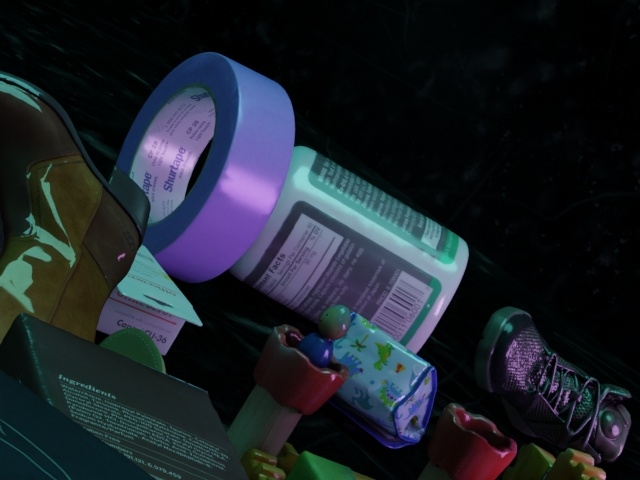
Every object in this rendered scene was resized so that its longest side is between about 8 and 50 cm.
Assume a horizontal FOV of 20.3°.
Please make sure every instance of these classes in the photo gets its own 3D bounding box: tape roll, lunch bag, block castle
[{"bbox_3d":[-0.150,-0.090,2.214,0.090,0.275,0.275,24,13,-33],"label":"tape roll"},{"bbox_3d":[0.065,0.175,2.123,0.129,0.096,0.151,36,-17,21],"label":"lunch bag"},{"bbox_3d":[0.111,0.255,1.580,0.303,0.213,0.453,26,12,-26],"label":"block castle"}]

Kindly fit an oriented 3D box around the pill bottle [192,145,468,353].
[{"bbox_3d":[0.000,0.000,2.411,0.361,0.204,0.204,31,11,-7],"label":"pill bottle"}]

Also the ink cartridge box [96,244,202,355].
[{"bbox_3d":[-0.218,0.055,1.944,0.115,0.067,0.198,24,12,-34],"label":"ink cartridge box"}]

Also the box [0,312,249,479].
[{"bbox_3d":[-0.164,0.187,1.252,0.167,0.168,0.203,25,13,-25],"label":"box"}]

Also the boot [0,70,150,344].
[{"bbox_3d":[-0.291,0.001,1.633,0.264,0.096,0.280,47,37,-27],"label":"boot"}]

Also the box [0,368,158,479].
[{"bbox_3d":[-0.274,0.185,0.604,0.472,0.297,0.480,34,11,21],"label":"box"}]

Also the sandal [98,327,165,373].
[{"bbox_3d":[-0.156,0.179,1.619,0.079,0.088,0.240,62,0,-35],"label":"sandal"}]

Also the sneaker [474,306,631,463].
[{"bbox_3d":[0.225,0.138,1.696,0.130,0.087,0.227,19,-20,31],"label":"sneaker"}]

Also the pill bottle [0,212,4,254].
[{"bbox_3d":[-0.340,-0.017,1.765,0.229,0.131,0.131,21,15,-42],"label":"pill bottle"}]
